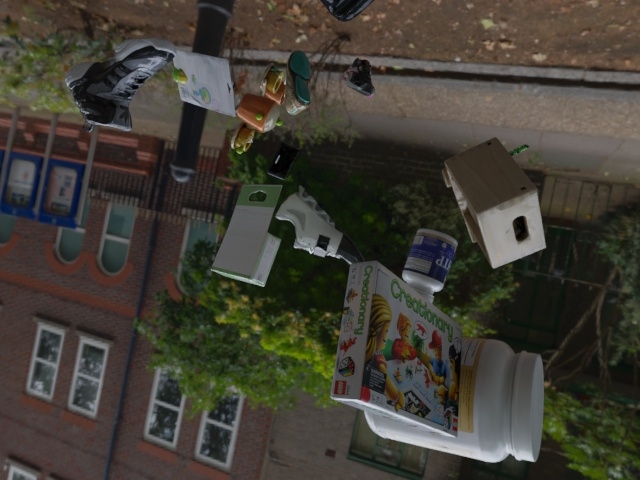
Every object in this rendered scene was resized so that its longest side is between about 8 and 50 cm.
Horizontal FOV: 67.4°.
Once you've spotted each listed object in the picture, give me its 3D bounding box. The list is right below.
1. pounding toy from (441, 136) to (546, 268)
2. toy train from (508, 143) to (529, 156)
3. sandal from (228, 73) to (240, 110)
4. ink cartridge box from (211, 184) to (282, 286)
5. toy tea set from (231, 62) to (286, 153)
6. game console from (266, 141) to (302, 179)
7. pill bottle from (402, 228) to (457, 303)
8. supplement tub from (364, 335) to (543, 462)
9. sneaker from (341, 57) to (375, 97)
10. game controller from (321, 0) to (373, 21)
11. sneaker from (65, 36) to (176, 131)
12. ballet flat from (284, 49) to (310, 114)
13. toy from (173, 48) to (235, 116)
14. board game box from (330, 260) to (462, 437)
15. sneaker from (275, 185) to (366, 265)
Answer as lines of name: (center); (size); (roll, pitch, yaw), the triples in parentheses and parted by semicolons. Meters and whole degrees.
pounding toy: (0.263, -0.066, 0.744); (0.094, 0.206, 0.181); (-24, 133, 11)
toy train: (0.633, -0.288, 1.543); (0.083, 0.017, 0.024); (-26, -160, -6)
sandal: (-0.284, -0.445, 1.477); (0.060, 0.090, 0.219); (44, 173, 11)
ink cartridge box: (-0.165, -0.018, 1.167); (0.171, 0.235, 0.056); (8, 163, 47)
toy tea set: (-0.143, -0.400, 1.442); (0.124, 0.336, 0.200); (26, 147, 0)
game console: (-0.125, -0.283, 1.695); (0.107, 0.122, 0.071); (20, -160, -28)
pill bottle: (0.278, 0.073, 1.256); (0.112, 0.186, 0.112); (20, 173, 3)
supplement tub: (0.267, 0.305, 0.964); (0.316, 0.228, 0.228); (1, 175, 31)
sneaker: (0.105, -0.440, 1.272); (0.072, 0.077, 0.178); (17, -153, -28)
game controller: (0.132, -0.682, 1.163); (0.166, 0.319, 0.067); (32, -153, -47)
sneaker: (-0.415, -0.323, 1.032); (0.269, 0.153, 0.101); (-15, 178, 17)
ballet flat: (-0.064, -0.386, 1.178); (0.073, 0.206, 0.067); (27, 135, -29)
toy: (-0.287, -0.412, 1.231); (0.237, 0.136, 0.056); (22, -139, 33)
board game box: (0.135, 0.181, 0.747); (0.053, 0.193, 0.305); (-10, 148, 37)
sneaker: (0.000, 0.000, 1.456); (0.330, 0.146, 0.122); (46, 174, 8)
